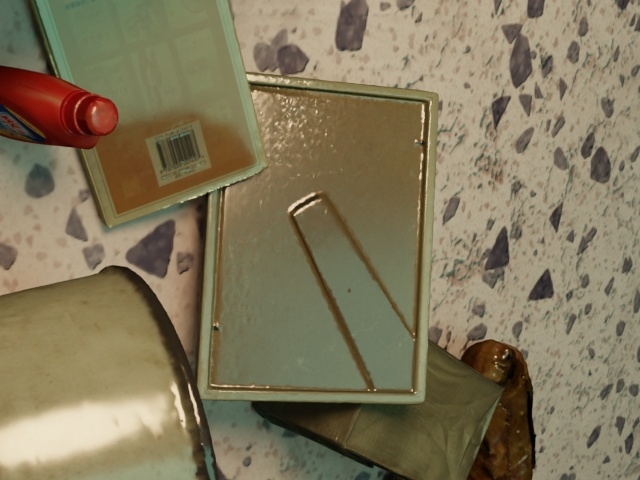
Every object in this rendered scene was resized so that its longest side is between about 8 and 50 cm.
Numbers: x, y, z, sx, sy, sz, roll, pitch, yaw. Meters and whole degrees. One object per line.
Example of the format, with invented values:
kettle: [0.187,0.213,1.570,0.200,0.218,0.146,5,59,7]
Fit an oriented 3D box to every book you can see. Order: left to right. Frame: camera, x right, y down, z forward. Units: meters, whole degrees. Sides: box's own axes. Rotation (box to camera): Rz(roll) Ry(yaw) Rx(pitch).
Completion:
book: [-0.149,-0.146,0.957,0.170,0.018,0.242,-22,117,-18]

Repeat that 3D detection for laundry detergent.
laundry detergent: [-0.210,-0.099,0.841,0.097,0.165,0.049,38,73,-44]

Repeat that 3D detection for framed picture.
framed picture: [0.000,0.000,1.062,0.240,0.020,0.324,3,88,-16]

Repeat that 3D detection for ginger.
ginger: [0.229,0.247,1.424,0.133,0.107,0.309,-24,121,-41]

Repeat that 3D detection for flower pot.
flower pot: [-0.273,0.183,0.782,0.330,0.293,0.294,-8,108,-29]

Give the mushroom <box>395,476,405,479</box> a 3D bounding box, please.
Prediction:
mushroom: [0.116,0.417,1.374,0.122,0.095,0.351,-4,107,-62]

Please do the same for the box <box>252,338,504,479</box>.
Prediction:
box: [0.068,0.179,1.212,0.231,0.149,0.155,36,75,-43]
